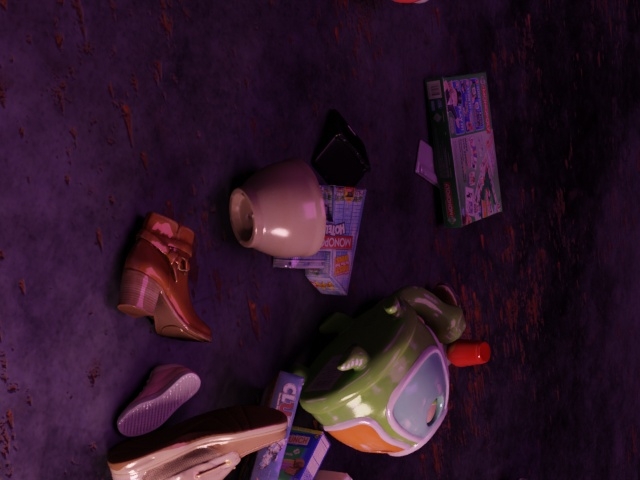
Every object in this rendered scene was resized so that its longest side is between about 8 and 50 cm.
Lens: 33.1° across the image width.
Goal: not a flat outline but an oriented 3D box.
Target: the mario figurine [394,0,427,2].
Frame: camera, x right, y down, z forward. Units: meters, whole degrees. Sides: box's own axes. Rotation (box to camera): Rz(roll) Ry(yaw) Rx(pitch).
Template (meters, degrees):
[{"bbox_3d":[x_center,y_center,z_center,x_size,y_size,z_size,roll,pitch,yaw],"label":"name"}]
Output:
[{"bbox_3d":[0.159,-0.557,2.091,0.198,0.170,0.320,39,38,-6],"label":"mario figurine"}]

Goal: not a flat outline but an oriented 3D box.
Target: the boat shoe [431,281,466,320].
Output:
[{"bbox_3d":[0.274,0.133,2.288,0.152,0.056,0.049,66,36,-45],"label":"boat shoe"}]

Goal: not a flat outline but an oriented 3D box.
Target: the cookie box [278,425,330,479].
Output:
[{"bbox_3d":[-0.048,0.364,1.788,0.107,0.092,0.040,-60,140,-36],"label":"cookie box"}]

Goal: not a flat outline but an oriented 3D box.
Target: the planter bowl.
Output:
[{"bbox_3d":[-0.078,-0.044,1.706,0.109,0.162,0.162,-12,101,-28],"label":"planter bowl"}]

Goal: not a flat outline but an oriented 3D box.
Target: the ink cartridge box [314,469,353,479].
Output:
[{"bbox_3d":[-0.018,0.511,1.834,0.208,0.087,0.153,-37,119,-48],"label":"ink cartridge box"}]

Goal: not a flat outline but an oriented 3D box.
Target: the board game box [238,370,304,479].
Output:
[{"bbox_3d":[-0.089,0.338,1.683,0.165,0.042,0.243,124,-17,-69],"label":"board game box"}]

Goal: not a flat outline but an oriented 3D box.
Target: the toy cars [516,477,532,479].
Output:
[{"bbox_3d":[0.393,0.679,2.437,0.393,0.087,0.176,-60,141,-40],"label":"toy cars"}]

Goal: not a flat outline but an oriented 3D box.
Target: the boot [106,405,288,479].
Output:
[{"bbox_3d":[-0.159,0.360,1.549,0.262,0.095,0.203,-15,105,-20],"label":"boot"}]

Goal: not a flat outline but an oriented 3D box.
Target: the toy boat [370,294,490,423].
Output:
[{"bbox_3d":[0.191,0.235,2.109,0.318,0.148,0.267,-1,86,-48],"label":"toy boat"}]

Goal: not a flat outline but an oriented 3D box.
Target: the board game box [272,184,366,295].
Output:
[{"bbox_3d":[0.000,0.000,1.877,0.194,0.060,0.194,0,92,-54],"label":"board game box"}]

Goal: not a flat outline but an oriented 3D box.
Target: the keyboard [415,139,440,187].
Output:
[{"bbox_3d":[0.271,-0.140,2.315,0.256,0.014,0.072,26,64,-53],"label":"keyboard"}]

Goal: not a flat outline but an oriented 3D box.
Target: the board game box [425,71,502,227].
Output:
[{"bbox_3d":[0.315,-0.200,2.330,0.213,0.046,0.317,-18,102,-56],"label":"board game box"}]

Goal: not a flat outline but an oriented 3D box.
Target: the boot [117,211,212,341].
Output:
[{"bbox_3d":[-0.208,0.059,1.575,0.197,0.073,0.152,42,53,-50],"label":"boot"}]

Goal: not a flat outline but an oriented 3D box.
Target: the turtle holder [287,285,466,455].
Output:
[{"bbox_3d":[0.110,0.227,1.872,0.227,0.243,0.320,50,31,-13],"label":"turtle holder"}]

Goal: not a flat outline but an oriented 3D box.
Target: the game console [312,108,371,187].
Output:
[{"bbox_3d":[0.034,-0.160,1.971,0.122,0.071,0.107,47,24,-46],"label":"game console"}]

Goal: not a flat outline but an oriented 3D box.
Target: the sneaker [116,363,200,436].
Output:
[{"bbox_3d":[-0.241,0.227,1.554,0.134,0.070,0.051,-36,119,-15],"label":"sneaker"}]
